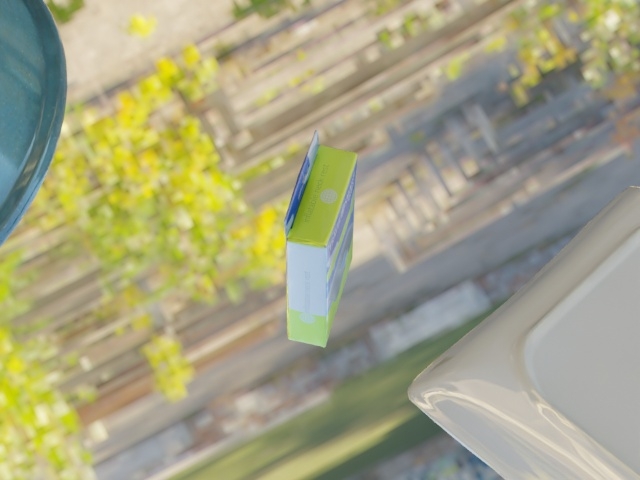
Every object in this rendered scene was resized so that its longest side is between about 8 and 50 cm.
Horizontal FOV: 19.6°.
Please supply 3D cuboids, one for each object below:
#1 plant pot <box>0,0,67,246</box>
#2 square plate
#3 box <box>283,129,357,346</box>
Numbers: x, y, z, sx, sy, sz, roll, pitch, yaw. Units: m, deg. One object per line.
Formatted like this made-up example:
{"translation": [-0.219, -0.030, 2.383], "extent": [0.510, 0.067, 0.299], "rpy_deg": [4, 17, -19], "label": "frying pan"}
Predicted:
{"translation": [-0.390, -0.145, 1.179], "extent": [0.341, 0.341, 0.334], "rpy_deg": [-30, 142, 5], "label": "plant pot"}
{"translation": [0.292, 0.123, 1.357], "extent": [0.344, 0.347, 0.049], "rpy_deg": [-37, 159, -43], "label": "square plate"}
{"translation": [0.000, 0.000, 1.628], "extent": [0.042, 0.109, 0.178], "rpy_deg": [12, 145, 8], "label": "box"}
